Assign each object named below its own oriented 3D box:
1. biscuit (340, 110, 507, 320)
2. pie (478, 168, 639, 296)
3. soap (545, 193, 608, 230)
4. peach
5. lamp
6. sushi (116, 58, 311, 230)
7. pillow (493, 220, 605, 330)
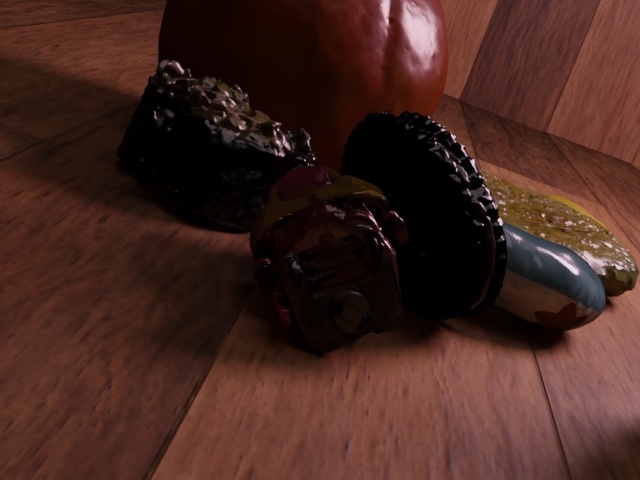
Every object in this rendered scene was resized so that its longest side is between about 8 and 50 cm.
[{"bbox_3d":[0.084,-0.020,0.937,0.053,0.195,0.194,-24,37,-27],"label":"biscuit"},{"bbox_3d":[0.252,-0.004,1.322,0.277,0.079,0.277,21,19,-8],"label":"pie"},{"bbox_3d":[0.385,-0.032,1.670,0.089,0.033,0.168,22,14,-3],"label":"soap"},{"bbox_3d":[-0.019,-0.231,1.304,0.342,0.302,0.343,20,15,-6],"label":"peach"},{"bbox_3d":[0.000,0.000,0.885,0.118,0.118,0.253,17,11,-13],"label":"lamp"},{"bbox_3d":[-0.119,-0.099,1.061,0.147,0.115,0.212,12,17,-32],"label":"sushi"},{"bbox_3d":[0.168,0.018,1.083,0.233,0.086,0.214,22,5,-7],"label":"pillow"}]
